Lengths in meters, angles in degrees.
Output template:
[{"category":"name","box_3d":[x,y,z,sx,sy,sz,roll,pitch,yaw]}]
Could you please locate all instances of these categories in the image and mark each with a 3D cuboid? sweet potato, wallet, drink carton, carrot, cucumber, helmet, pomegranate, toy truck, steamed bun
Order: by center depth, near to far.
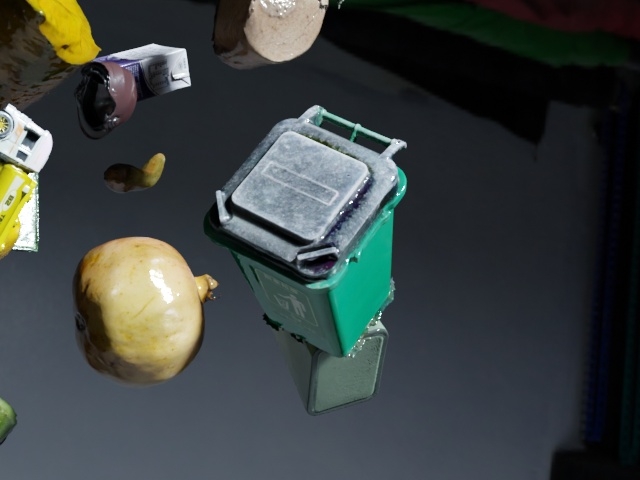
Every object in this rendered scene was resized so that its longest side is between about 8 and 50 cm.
[{"category":"toy truck","box_3d":[-0.482,-0.083,1.390,0.114,0.227,0.098,30,-8,-22]},{"category":"helmet","box_3d":[-0.325,-0.219,1.451,0.070,0.123,0.098,-19,49,-42]},{"category":"carrot","box_3d":[-0.523,-0.361,1.603,0.340,0.241,0.241,-26,-28,34]},{"category":"cucumber","box_3d":[-0.645,0.387,1.752,0.078,0.211,0.062,43,1,7]},{"category":"steamed bun","box_3d":[-0.099,-0.515,2.043,0.199,0.301,0.251,15,-5,-26]},{"category":"wallet","box_3d":[-0.697,-0.087,2.056,0.160,0.236,0.055,5,-21,-28]},{"category":"pomegranate","box_3d":[-0.381,0.151,2.074,0.338,0.338,0.338,7,-9,1]},{"category":"drink carton","box_3d":[-0.443,-0.405,2.283,0.134,0.102,0.222,15,32,43]},{"category":"sweet potato","box_3d":[-0.452,-0.161,2.331,0.062,0.081,0.233,12,18,23]}]

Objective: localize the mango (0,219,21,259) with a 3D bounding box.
[{"category":"mango","box_3d":[-0.687,-0.005,1.757,0.262,0.109,0.157,-20,-52,8]}]

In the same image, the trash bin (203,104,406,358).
[{"category":"trash bin","box_3d":[0.000,0.000,1.587,0.259,0.295,0.381,27,-26,22]}]

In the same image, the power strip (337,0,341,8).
[{"category":"power strip","box_3d":[0.053,-0.548,1.762,0.029,0.227,0.080,15,22,7]}]

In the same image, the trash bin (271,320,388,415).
[{"category":"trash bin","box_3d":[-0.017,0.150,1.925,0.158,0.343,0.223,-15,-42,-20]}]
